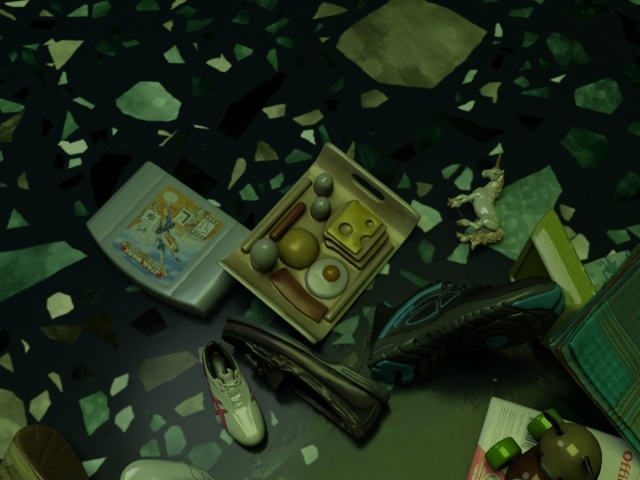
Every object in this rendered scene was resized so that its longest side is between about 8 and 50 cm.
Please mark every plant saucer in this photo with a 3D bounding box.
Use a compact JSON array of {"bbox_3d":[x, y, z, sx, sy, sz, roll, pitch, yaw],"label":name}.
[{"bbox_3d":[0.363,0.076,1.479,0.045,0.188,0.188,-13,61,-13],"label":"plant saucer"}]

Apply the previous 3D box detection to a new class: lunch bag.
[{"bbox_3d":[0.469,0.108,1.514,0.128,0.096,0.151,-18,77,-7],"label":"lunch bag"}]

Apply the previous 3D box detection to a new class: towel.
[{"bbox_3d":[0.530,0.208,1.365,0.271,0.040,0.370,-41,96,-24],"label":"towel"}]

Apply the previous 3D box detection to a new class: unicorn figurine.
[{"bbox_3d":[0.285,-0.065,1.644,0.111,0.060,0.162,-12,78,-2],"label":"unicorn figurine"}]

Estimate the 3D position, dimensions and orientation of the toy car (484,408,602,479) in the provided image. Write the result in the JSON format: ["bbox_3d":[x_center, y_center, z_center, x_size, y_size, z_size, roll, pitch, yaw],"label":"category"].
[{"bbox_3d":[0.323,0.303,1.252,0.149,0.188,0.155,-31,63,-10],"label":"toy car"}]

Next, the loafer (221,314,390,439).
[{"bbox_3d":[-0.039,0.219,1.497,0.302,0.109,0.095,24,71,14],"label":"loafer"}]

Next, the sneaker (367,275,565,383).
[{"bbox_3d":[0.216,0.110,1.456,0.340,0.125,0.140,-22,46,28],"label":"sneaker"}]

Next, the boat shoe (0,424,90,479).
[{"bbox_3d":[-0.385,0.444,1.419,0.110,0.121,0.341,-52,60,21],"label":"boat shoe"}]

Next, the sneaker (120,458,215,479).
[{"bbox_3d":[-0.176,0.404,1.398,0.297,0.129,0.111,20,68,16],"label":"sneaker"}]

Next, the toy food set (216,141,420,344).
[{"bbox_3d":[0.000,0.000,1.585,0.219,0.092,0.306,39,70,9],"label":"toy food set"}]

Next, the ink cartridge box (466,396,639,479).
[{"bbox_3d":[0.345,0.361,1.385,0.237,0.100,0.172,17,66,14],"label":"ink cartridge box"}]

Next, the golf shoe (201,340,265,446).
[{"bbox_3d":[-0.148,0.249,1.501,0.067,0.086,0.186,-27,65,-10],"label":"golf shoe"}]

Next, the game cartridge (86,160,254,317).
[{"bbox_3d":[-0.271,0.001,1.662,0.297,0.062,0.198,34,66,20],"label":"game cartridge"}]
